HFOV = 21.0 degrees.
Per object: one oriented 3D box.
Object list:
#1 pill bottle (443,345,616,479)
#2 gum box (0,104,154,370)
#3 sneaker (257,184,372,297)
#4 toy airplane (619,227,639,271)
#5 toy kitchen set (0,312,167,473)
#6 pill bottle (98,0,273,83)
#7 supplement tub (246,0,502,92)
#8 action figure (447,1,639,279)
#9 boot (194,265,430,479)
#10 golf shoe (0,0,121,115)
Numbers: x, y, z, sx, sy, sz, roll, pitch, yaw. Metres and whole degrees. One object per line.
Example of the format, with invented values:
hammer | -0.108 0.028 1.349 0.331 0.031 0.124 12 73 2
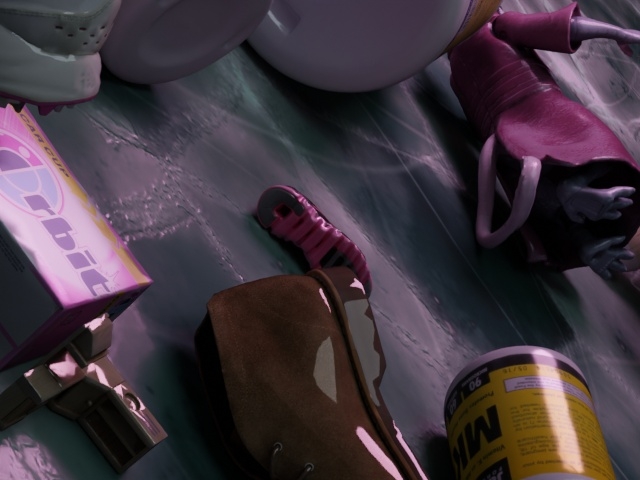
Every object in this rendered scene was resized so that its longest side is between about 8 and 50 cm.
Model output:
pill bottle | 0.162 0.186 1.287 0.119 0.119 0.208 38 24 -28
gum box | -0.196 -0.024 1.013 0.188 0.062 0.107 53 22 8
sneaker | 0.000 0.000 1.385 0.119 0.047 0.057 50 10 -4
toy airplane | 0.449 0.003 2.013 0.386 0.272 0.384 82 0 -55
toy kitchen set | -0.124 0.090 0.963 0.075 0.068 0.083 52 22 4
pill bottle | -0.160 -0.270 1.357 0.152 0.152 0.272 8 48 -59
supplement tub | 0.060 -0.284 1.682 0.241 0.241 0.331 50 22 -1
action figure | 0.205 -0.129 1.856 0.275 0.248 0.370 -6 56 -32
boot | 0.000 0.157 1.100 0.115 0.112 0.305 -4 56 -27
golf shoe | -0.248 -0.189 0.987 0.306 0.140 0.115 25 18 0
